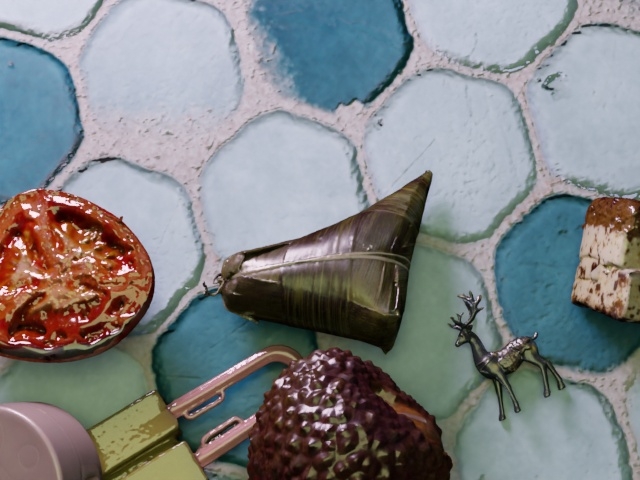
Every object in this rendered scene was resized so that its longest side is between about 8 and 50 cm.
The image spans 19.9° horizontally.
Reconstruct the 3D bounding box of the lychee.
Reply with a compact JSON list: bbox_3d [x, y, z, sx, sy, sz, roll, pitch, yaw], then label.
[{"bbox_3d":[0.017,0.203,1.623,0.188,0.188,0.188,0,79,2],"label":"lychee"}]

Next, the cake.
[{"bbox_3d":[0.352,0.029,1.706,0.246,0.135,0.112,9,91,-25],"label":"cake"}]

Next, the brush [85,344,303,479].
[{"bbox_3d":[-0.113,0.174,1.693,0.233,0.047,0.103,-31,79,-5],"label":"brush"}]

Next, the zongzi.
[{"bbox_3d":[0.000,0.000,1.713,0.187,0.084,0.184,10,65,9],"label":"zongzi"}]

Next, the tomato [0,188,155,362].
[{"bbox_3d":[-0.241,0.048,1.704,0.174,0.082,0.166,24,76,11],"label":"tomato"}]

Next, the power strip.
[{"bbox_3d":[-0.275,0.222,1.646,0.154,0.078,0.154,-1,87,25],"label":"power strip"}]

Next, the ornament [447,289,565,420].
[{"bbox_3d":[0.169,0.100,1.705,0.073,0.028,0.125,-30,81,-3],"label":"ornament"}]
